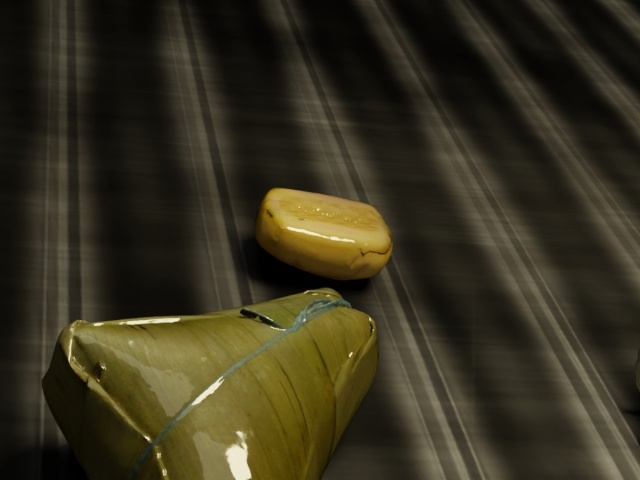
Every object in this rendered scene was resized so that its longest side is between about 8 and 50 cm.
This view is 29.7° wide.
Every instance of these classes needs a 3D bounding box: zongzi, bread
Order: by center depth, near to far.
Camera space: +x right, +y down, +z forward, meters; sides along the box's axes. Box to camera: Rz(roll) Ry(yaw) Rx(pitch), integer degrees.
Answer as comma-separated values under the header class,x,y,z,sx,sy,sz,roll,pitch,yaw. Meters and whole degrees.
class,x,y,z,sx,sy,sz,roll,pitch,yaw
zongzi,-0.016,0.135,0.719,0.228,0.115,0.256,-9,43,-39
bread,0.000,0.000,0.994,0.115,0.056,0.082,8,31,-19

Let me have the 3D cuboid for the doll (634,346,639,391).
class,x,y,z,sx,sy,sz,roll,pitch,yaw
doll,0.293,0.136,0.813,0.119,0.138,0.293,41,24,-23
